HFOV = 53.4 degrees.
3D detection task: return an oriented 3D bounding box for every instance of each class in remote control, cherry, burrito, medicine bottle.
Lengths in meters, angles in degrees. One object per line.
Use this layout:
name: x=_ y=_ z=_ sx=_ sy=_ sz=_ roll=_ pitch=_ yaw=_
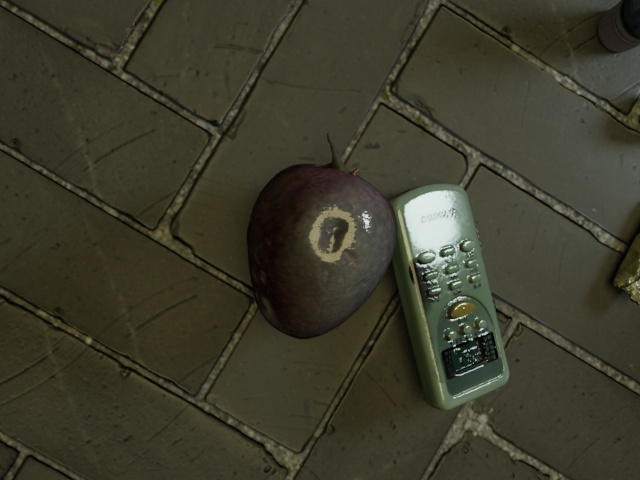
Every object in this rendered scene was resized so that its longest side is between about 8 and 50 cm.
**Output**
remote control: x=0.174 y=0.070 z=0.868 sx=0.140 sy=0.056 sz=0.297 roll=-14 pitch=92 yaw=-30
cherry: x=0.000 y=0.000 z=0.792 sx=0.183 sy=0.213 sz=0.266 roll=12 pitch=98 yaw=4
burrito: x=0.477 y=0.009 z=0.920 sx=0.051 sy=0.042 sz=0.171 roll=28 pitch=86 yaw=6
medicine bottle: x=0.446 y=-0.308 z=0.837 sx=0.083 sy=0.203 sz=0.084 roll=0 pitch=88 yaw=-6
